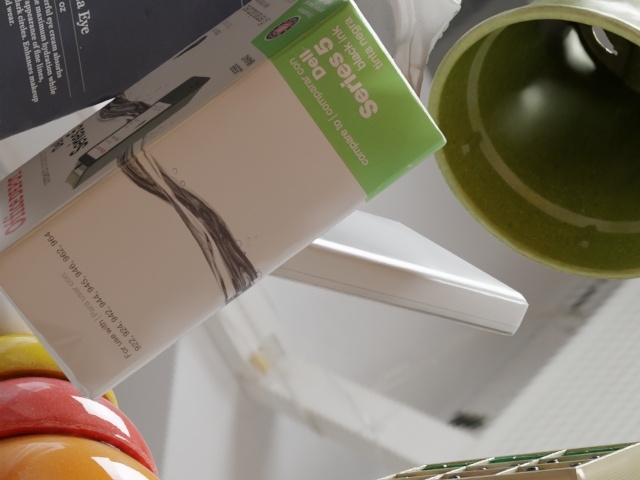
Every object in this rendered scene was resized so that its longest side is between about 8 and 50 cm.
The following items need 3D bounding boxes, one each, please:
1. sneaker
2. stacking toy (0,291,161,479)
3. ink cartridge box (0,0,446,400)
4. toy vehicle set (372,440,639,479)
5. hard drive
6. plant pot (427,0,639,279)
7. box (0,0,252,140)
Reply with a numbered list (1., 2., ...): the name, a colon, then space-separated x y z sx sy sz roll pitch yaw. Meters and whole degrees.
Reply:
1. sneaker: 0.079 -0.175 1.391 0.094 0.212 0.080 -37 -113 -21
2. stacking toy: -0.306 0.210 1.682 0.351 0.350 0.479 -24 -133 8
3. ink cartridge box: -0.079 -0.044 1.059 0.273 0.114 0.198 -36 -162 -1
4. toy vehicle set: 0.176 0.242 1.637 0.267 0.035 0.166 -12 176 34
5. hard drive: 0.000 0.000 1.555 0.233 0.353 0.047 33 -76 49
6. plant pot: 0.274 -0.149 1.485 0.276 0.276 0.254 -7 -149 38
7. box: -0.224 -0.292 1.334 0.313 0.343 0.179 -22 -143 -26
